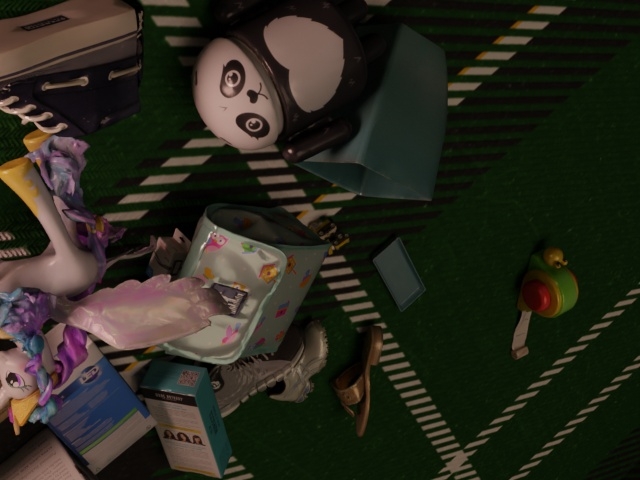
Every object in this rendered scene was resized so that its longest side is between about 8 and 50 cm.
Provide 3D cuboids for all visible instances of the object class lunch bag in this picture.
[{"bbox_3d":[-0.133,0.065,1.834,0.262,0.160,0.223,-2,124,-60],"label":"lunch bag"}]

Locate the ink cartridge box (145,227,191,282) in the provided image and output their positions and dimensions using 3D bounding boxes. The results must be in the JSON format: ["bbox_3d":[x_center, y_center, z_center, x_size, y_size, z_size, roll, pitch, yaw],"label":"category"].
[{"bbox_3d":[-0.233,0.027,1.821,0.028,0.048,0.083,2,120,-44],"label":"ink cartridge box"}]

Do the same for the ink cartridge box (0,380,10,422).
[{"bbox_3d":[-0.560,0.232,1.647,0.234,0.088,0.193,-39,143,-9],"label":"ink cartridge box"}]

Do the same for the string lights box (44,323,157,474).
[{"bbox_3d":[-0.369,0.245,1.857,0.133,0.077,0.260,-39,141,-12],"label":"string lights box"}]

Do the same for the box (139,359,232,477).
[{"bbox_3d":[-0.224,0.305,2.019,0.244,0.100,0.060,81,23,-45],"label":"box"}]

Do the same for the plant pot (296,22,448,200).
[{"bbox_3d":[0.090,-0.200,1.806,0.165,0.165,0.234,24,78,-40],"label":"plant pot"}]

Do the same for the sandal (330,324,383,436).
[{"bbox_3d":[0.059,0.268,2.307,0.079,0.088,0.240,6,115,-10],"label":"sandal"}]

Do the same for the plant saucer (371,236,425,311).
[{"bbox_3d":[0.146,0.062,2.237,0.067,0.018,0.192,-41,141,-8],"label":"plant saucer"}]

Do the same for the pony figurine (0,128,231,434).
[{"bbox_3d":[-0.345,0.046,1.587,0.351,0.303,0.363,-28,117,-23],"label":"pony figurine"}]

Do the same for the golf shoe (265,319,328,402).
[{"bbox_3d":[-0.044,0.224,2.160,0.086,0.069,0.176,-1,122,-36],"label":"golf shoe"}]

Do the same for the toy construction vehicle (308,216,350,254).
[{"bbox_3d":[0.000,0.000,2.038,0.098,0.035,0.086,-36,151,-11],"label":"toy construction vehicle"}]

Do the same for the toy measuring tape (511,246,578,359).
[{"bbox_3d":[0.482,0.154,2.558,0.121,0.121,0.330,-21,135,-30],"label":"toy measuring tape"}]

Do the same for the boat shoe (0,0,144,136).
[{"bbox_3d":[-0.360,-0.185,1.451,0.340,0.127,0.158,-22,128,-30],"label":"boat shoe"}]

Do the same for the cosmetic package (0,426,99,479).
[{"bbox_3d":[-0.417,0.429,1.883,0.151,0.183,0.151,-40,142,-10],"label":"cosmetic package"}]

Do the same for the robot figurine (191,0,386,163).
[{"bbox_3d":[-0.046,-0.240,1.665,0.278,0.209,0.173,-31,152,-21],"label":"robot figurine"}]

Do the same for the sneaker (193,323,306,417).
[{"bbox_3d":[-0.133,0.205,2.043,0.228,0.086,0.132,-40,139,-8],"label":"sneaker"}]
